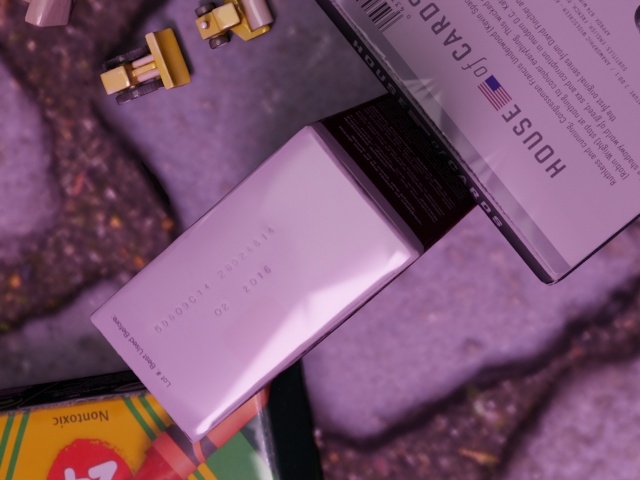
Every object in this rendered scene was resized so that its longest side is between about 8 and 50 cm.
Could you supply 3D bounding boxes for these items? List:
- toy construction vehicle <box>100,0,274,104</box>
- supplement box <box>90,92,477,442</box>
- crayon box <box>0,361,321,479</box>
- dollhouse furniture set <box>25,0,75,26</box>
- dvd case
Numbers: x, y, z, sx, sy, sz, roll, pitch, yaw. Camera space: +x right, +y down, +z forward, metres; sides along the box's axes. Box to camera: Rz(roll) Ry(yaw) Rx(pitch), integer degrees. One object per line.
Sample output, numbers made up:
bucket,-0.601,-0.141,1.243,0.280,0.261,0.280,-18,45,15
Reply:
toy construction vehicle,-0.080,-0.123,0.962,0.098,0.035,0.086,-18,94,17
supplement box,0.000,0.000,0.854,0.130,0.239,0.073,-41,89,17
crayon box,-0.084,0.229,0.997,0.202,0.081,0.318,-10,97,16
dollhouse furniture set,-0.213,-0.199,0.936,0.184,0.129,0.129,23,104,11
dvd case,0.139,-0.121,0.854,0.239,0.029,0.179,-38,88,-10
